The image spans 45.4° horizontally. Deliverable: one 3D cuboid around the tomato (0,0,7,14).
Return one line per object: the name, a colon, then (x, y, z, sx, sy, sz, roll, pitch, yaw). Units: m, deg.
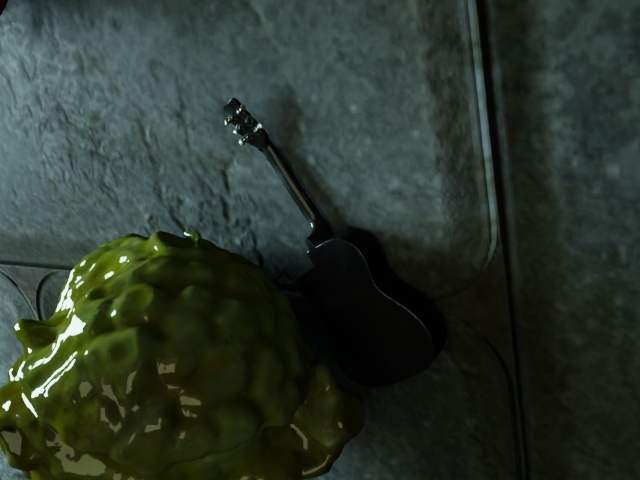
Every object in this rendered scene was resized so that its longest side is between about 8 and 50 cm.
tomato: (-0.360, -0.257, 0.520, 0.299, 0.226, 0.298, 18, 124, 29)

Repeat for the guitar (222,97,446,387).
guitar: (0.000, 0.000, 0.540, 0.088, 0.025, 0.233, -31, 94, 40)

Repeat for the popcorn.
popcorn: (-0.095, 0.110, 0.548, 0.251, 0.206, 0.237, 22, 122, 12)
